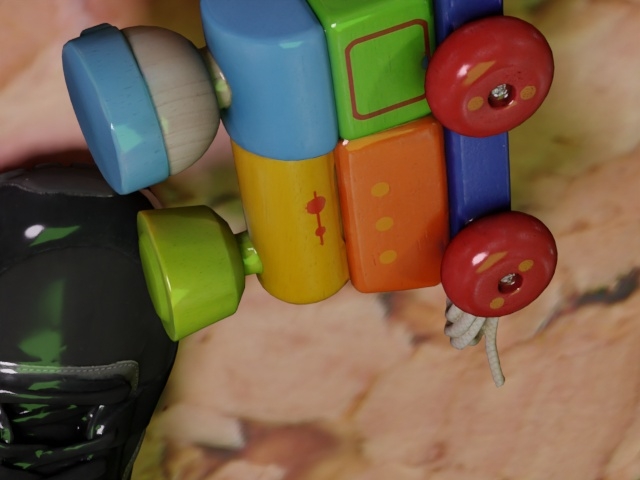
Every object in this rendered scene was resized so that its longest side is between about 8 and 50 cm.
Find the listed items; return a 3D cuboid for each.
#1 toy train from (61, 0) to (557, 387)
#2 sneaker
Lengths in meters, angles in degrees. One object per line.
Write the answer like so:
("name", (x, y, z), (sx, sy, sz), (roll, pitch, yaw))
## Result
("toy train", (0.000, 0.000, 0.686), (0.143, 0.105, 0.248), (-19, 137, -10))
("sneaker", (-0.104, 0.102, 0.752), (0.107, 0.124, 0.283), (0, 133, -19))
